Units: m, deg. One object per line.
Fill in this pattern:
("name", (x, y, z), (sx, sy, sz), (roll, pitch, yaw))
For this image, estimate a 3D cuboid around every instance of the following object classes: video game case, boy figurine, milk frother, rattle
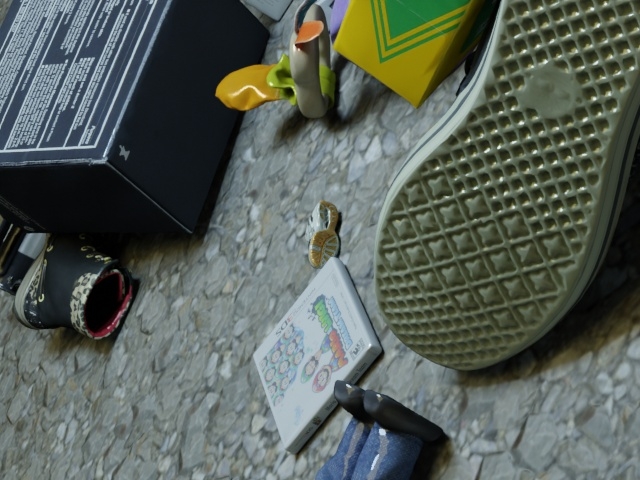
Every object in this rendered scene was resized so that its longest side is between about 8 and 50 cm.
("video game case", (-0.006, 0.112, 1.728), (0.143, 0.019, 0.157), (-51, 32, 19))
("boy figurine", (-0.002, 0.268, 1.523), (0.177, 0.092, 0.285), (18, 78, 57))
("milk frother", (-0.371, 0.019, 2.317), (0.143, 0.129, 0.135), (27, 90, 17))
("rattle", (-0.053, -0.205, 1.865), (0.199, 0.143, 0.130), (23, -98, -79))

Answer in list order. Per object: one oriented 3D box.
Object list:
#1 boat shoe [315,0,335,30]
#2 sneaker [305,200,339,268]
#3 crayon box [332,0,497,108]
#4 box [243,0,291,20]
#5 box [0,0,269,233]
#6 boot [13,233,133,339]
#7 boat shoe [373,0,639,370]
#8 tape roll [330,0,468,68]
("boat shoe", (0.013, -0.274, 2.008), (0.100, 0.035, 0.035), (-48, 5, 30))
("sneaker", (0.000, 0.000, 1.806), (0.037, 0.032, 0.083), (-49, 24, 48))
("crayon box", (0.181, -0.328, 1.447), (0.363, 0.106, 0.313), (-47, -9, -34))
("box", (-0.061, -0.380, 2.147), (0.170, 0.091, 0.130), (-57, 30, 9))
("box", (-0.260, -0.171, 2.114), (0.294, 0.183, 0.296), (0, 61, 40))
("boot", (-0.281, 0.014, 2.184), (0.178, 0.085, 0.236), (10, 72, 53))
("boat shoe", (0.184, -0.096, 1.402), (0.156, 0.187, 0.500), (-43, -22, -52))
("tape roll", (0.099, -0.254, 1.805), (0.189, 0.080, 0.189), (-38, 37, 35))
